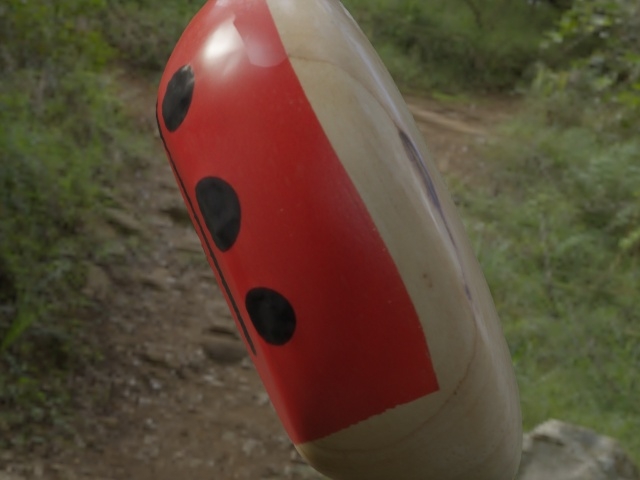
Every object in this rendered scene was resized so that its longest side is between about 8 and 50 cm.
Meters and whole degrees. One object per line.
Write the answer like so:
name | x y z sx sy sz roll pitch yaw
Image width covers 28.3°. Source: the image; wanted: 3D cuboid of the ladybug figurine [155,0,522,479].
ladybug figurine | 0.000 0.000 0.958 0.162 0.449 0.305 -23 -6 -9
